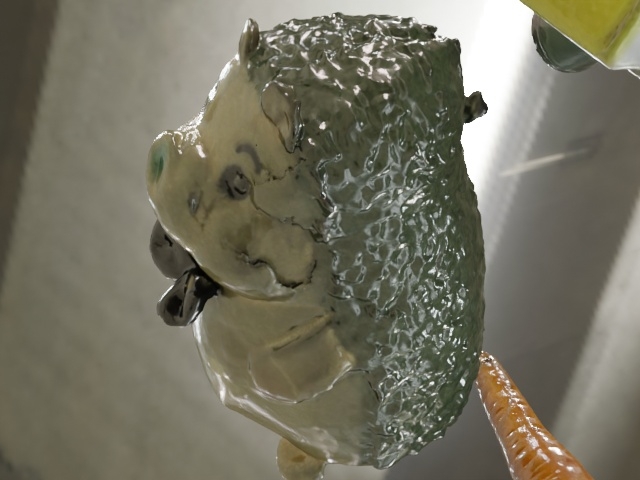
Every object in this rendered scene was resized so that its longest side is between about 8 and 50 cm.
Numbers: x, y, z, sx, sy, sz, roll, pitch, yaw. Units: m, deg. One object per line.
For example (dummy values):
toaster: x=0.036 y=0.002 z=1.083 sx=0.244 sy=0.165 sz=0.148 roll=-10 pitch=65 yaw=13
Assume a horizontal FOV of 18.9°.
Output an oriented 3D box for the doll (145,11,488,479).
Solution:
doll: x=0.000 y=0.000 z=1.300 sx=0.247 sy=0.247 sz=0.350 roll=43 pitch=-34 yaw=30

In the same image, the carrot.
carrot: x=0.166 y=0.164 z=1.455 sx=0.061 sy=0.061 sz=0.257 roll=-66 pitch=-145 yaw=33

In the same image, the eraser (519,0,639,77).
eraser: x=0.141 y=-0.183 z=0.932 sx=0.158 sy=0.069 sz=0.226 roll=-56 pitch=-138 yaw=12

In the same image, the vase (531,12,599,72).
vase: x=0.214 y=-0.140 z=1.171 sx=0.214 sy=0.086 sz=0.086 roll=-2 pitch=-81 yaw=60
